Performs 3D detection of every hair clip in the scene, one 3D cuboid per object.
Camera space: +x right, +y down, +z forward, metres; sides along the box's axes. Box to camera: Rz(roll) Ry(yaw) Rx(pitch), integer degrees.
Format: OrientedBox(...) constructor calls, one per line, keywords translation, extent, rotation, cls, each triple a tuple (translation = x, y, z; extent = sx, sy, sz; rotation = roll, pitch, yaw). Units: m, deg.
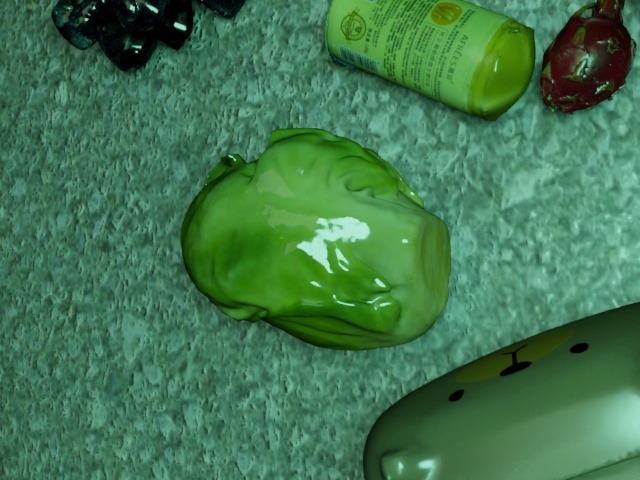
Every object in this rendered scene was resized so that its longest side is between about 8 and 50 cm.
OrientedBox(translation=(-0.221, -0.379, 1.077), extent=(0.206, 0.194, 0.310), rotation=(19, 92, 30), cls="hair clip")

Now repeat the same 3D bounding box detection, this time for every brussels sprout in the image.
OrientedBox(translation=(-0.001, 0.002, 0.889), extent=(0.295, 0.259, 0.227), rotation=(11, 87, 26), cls="brussels sprout")

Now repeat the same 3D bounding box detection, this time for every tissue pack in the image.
OrientedBox(translation=(0.238, 0.218, 0.756), extent=(0.387, 0.277, 0.267), rotation=(-24, 77, 19), cls="tissue pack")

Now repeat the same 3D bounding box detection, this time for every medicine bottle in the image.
OrientedBox(translation=(0.130, -0.226, 0.944), extent=(0.239, 0.124, 0.124), rotation=(27, 94, 22), cls="medicine bottle")

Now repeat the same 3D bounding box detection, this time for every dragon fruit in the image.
OrientedBox(translation=(0.304, -0.224, 0.890), extent=(0.094, 0.094, 0.190), rotation=(22, 80, 23), cls="dragon fruit")
